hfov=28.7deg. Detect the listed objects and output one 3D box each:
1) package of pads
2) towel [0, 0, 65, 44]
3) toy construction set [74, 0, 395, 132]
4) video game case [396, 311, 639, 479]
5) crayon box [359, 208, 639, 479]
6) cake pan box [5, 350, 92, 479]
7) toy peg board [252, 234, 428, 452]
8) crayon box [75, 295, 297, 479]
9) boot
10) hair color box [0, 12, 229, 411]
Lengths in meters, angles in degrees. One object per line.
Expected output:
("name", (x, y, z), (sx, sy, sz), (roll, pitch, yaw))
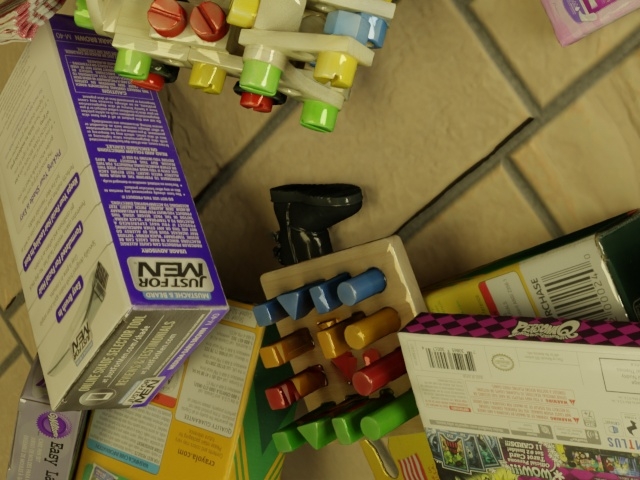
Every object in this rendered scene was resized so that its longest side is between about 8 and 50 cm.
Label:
("package of pads", (0.195, -0.176, 0.884), (0.083, 0.032, 0.050), (-26, 92, 46))
("towel", (-0.257, -0.230, 1.175), (0.144, 0.197, 0.029), (-10, 121, 45))
("toy construction set", (-0.095, -0.187, 1.013), (0.328, 0.215, 0.151), (28, 88, 11))
("video game case", (0.182, 0.154, 0.899), (0.232, 0.042, 0.210), (-1, 116, 40))
("crayon box", (0.154, 0.119, 1.012), (0.318, 0.081, 0.202), (-22, 91, 45))
("cake pan box", (-0.274, 0.182, 1.333), (0.070, 0.245, 0.267), (12, 122, -6))
("toy peg board", (0.011, 0.096, 1.022), (0.161, 0.079, 0.160), (-17, 94, 45))
("crayon box", (-0.137, 0.209, 1.223), (0.203, 0.083, 0.323), (11, 85, 40))
("boot", (0.000, 0.000, 1.131), (0.121, 0.045, 0.099), (4, 108, 49))
("hair color box", (-0.214, -0.029, 1.195), (0.185, 0.110, 0.338), (-48, 50, 41))
